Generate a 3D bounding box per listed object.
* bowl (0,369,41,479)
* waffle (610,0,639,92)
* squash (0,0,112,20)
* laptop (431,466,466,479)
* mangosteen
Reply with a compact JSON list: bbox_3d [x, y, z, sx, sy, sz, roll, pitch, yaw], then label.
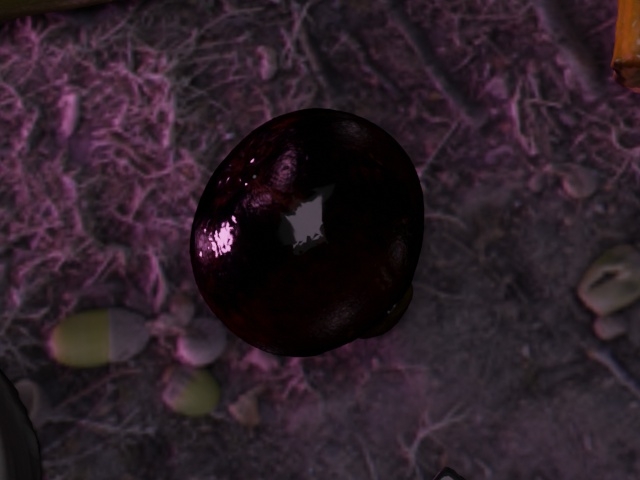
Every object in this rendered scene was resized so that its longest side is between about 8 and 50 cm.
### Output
[{"bbox_3d":[-0.331,0.152,1.045,0.307,0.163,0.307,-2,75,9],"label":"bowl"},{"bbox_3d":[0.309,-0.196,1.128,0.248,0.055,0.221,4,73,8],"label":"waffle"},{"bbox_3d":[-0.168,-0.183,1.173,0.224,0.094,0.094,-4,72,-4],"label":"squash"},{"bbox_3d":[0.099,0.234,1.041,0.180,0.016,0.129,40,81,15],"label":"laptop"},{"bbox_3d":[0.000,0.000,1.066,0.152,0.152,0.152,-2,73,6],"label":"mangosteen"}]
